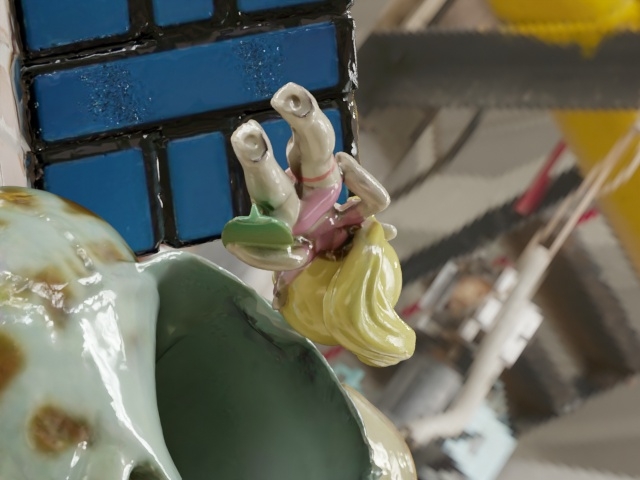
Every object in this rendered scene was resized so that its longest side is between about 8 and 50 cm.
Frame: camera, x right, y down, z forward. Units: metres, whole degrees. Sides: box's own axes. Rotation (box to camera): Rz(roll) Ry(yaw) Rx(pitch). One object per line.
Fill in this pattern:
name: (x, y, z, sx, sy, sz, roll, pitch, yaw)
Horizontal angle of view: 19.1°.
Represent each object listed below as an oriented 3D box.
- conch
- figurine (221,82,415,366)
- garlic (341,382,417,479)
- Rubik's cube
conch: (-0.140, 0.087, 1.054, 0.368, 0.249, 0.197, 60, -26, 8)
figurine: (0.000, 0.000, 0.867, 0.083, 0.083, 0.187, 25, -23, 23)
garlic: (0.006, 0.228, 1.498, 0.128, 0.207, 0.115, 23, 13, -5)
Rubik's cube: (-0.147, -0.163, 1.551, 0.293, 0.288, 0.283, -142, -137, -57)
